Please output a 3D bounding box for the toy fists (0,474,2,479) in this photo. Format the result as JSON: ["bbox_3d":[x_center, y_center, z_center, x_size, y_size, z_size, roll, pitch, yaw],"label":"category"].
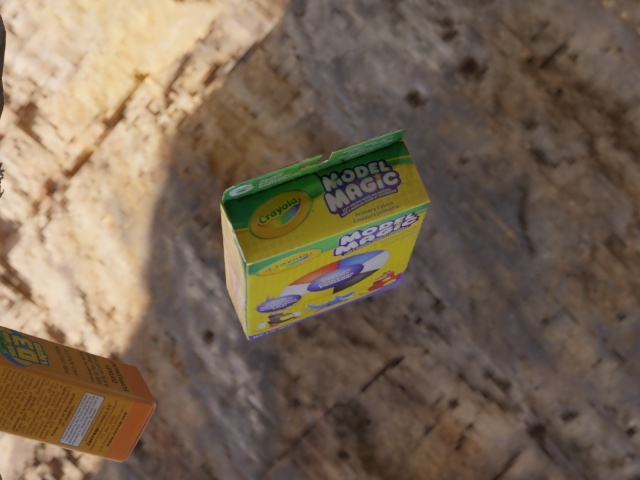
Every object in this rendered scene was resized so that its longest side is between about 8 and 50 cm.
[{"bbox_3d":[-0.296,0.233,1.163,0.279,0.096,0.142,58,168,-27],"label":"toy fists"}]

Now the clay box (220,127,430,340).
[{"bbox_3d":[0.000,0.000,0.949,0.222,0.127,0.053,98,151,-73],"label":"clay box"}]

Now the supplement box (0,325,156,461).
[{"bbox_3d":[-0.281,0.140,1.341,0.233,0.080,0.078,19,-162,-33],"label":"supplement box"}]

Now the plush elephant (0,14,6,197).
[{"bbox_3d":[-0.459,-0.110,1.387,0.255,0.272,0.330,19,170,-2],"label":"plush elephant"}]
